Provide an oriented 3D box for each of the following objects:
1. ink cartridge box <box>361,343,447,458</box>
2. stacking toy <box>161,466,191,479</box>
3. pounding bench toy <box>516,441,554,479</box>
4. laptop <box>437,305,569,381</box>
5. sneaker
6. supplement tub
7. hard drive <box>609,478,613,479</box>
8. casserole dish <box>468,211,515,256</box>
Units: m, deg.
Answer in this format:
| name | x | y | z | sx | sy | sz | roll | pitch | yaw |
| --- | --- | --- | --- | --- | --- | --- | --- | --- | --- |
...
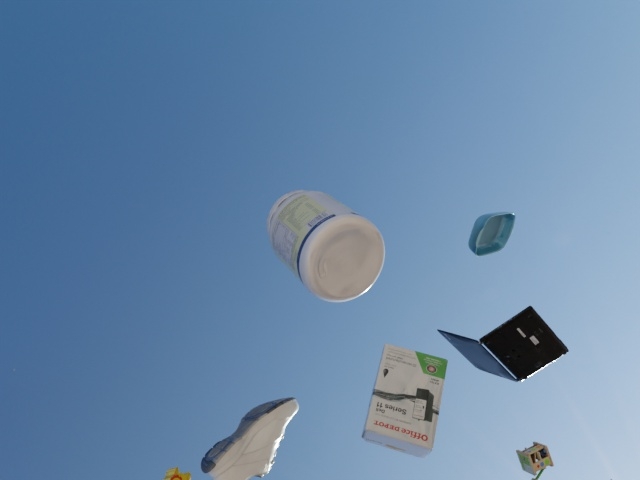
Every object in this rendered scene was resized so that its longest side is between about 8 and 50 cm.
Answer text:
| name | x | y | z | sx | sy | sz | roll | pitch | yaw |
| --- | --- | --- | --- | --- | --- | --- | --- | --- | --- |
| ink cartridge box | 0.190 | 0.357 | 1.188 | 0.153 | 0.087 | 0.208 | 13 | -123 | 8 |
| stacking toy | -0.242 | 0.435 | 0.859 | 0.221 | 0.167 | 0.052 | 52 | -156 | -45 |
| pounding bench toy | 0.538 | 0.552 | 1.311 | 0.065 | 0.052 | 0.083 | -18 | -93 | -16 |
| laptop | 0.526 | 0.290 | 1.536 | 0.234 | 0.264 | 0.136 | 43 | -162 | -27 |
| sneaker | -0.156 | 0.500 | 1.308 | 0.297 | 0.111 | 0.129 | -35 | -84 | -40 |
| supplement tub | 0.000 | 0.000 | 1.434 | 0.235 | 0.325 | 0.235 | -10 | -66 | -23 |
| hard drive | 0.549 | 0.607 | 1.003 | 0.054 | 0.172 | 0.254 | 1 | -60 | -59 |
| casserole dish | 0.435 | -0.022 | 1.353 | 0.188 | 0.037 | 0.114 | -10 | -60 | -45 |
